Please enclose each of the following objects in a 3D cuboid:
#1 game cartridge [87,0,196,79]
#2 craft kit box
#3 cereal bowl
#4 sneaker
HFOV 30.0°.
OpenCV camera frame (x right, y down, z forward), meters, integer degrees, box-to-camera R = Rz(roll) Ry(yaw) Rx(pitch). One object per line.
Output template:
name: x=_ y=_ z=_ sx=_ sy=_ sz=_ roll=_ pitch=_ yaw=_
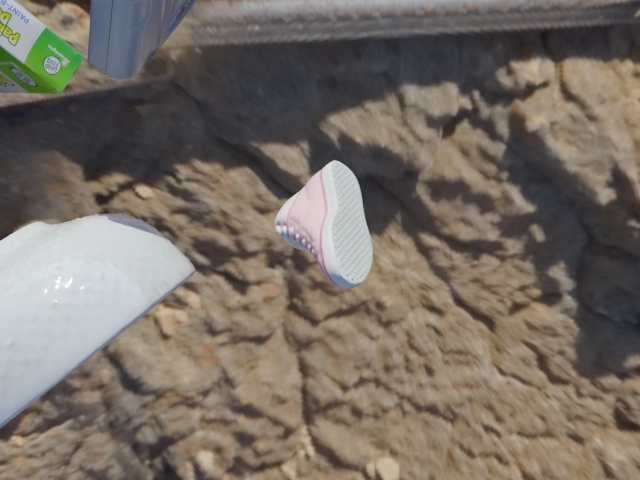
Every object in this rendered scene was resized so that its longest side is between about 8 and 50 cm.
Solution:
game cartridge: x=-0.125 y=-0.300 z=1.169 sx=0.062 sy=0.198 sz=0.297 roll=31 pitch=70 yaw=2
craft kit box: x=-0.412 y=-0.250 z=1.287 sx=0.246 sy=0.250 sz=0.061 roll=36 pitch=74 yaw=-35
cereal bowl: x=-0.295 y=0.083 z=1.177 sx=0.339 sy=0.339 sz=0.141 roll=-37 pitch=92 yaw=2
sneaker: x=0.000 y=0.000 z=0.973 sx=0.070 sy=0.134 sz=0.051 roll=-35 pitch=127 yaw=27
